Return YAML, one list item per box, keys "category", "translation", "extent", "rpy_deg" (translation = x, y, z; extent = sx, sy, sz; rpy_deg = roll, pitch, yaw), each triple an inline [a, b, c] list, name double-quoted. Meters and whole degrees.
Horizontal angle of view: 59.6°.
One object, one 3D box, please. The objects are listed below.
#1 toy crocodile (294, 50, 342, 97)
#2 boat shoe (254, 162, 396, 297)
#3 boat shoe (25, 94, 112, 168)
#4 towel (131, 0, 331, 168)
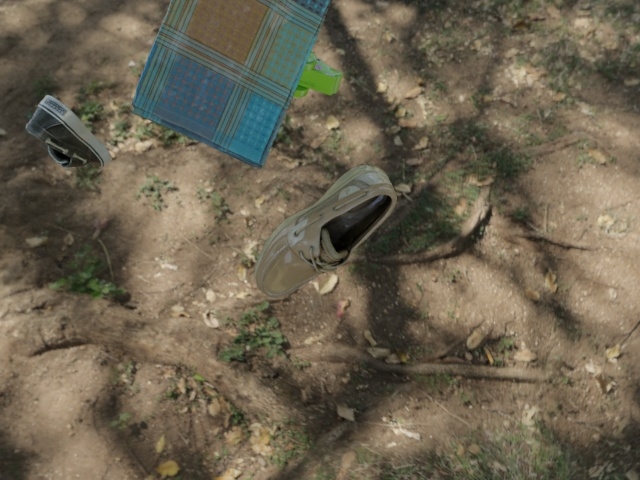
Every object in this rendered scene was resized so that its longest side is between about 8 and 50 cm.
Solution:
- category: "toy crocodile"
  translation: [-0.107, -0.468, 1.475]
  extent: [0.340, 0.115, 0.105]
  rpy_deg: [15, 53, 2]
- category: "boat shoe"
  translation: [0.000, 0.000, 1.051]
  extent: [0.341, 0.121, 0.110]
  rpy_deg: [-46, 30, 18]
- category: "boat shoe"
  translation: [-0.404, -0.155, 0.892]
  extent: [0.077, 0.219, 0.070]
  rpy_deg: [34, 79, 5]
- category: "towel"
  translation: [-0.158, -0.351, 1.031]
  extent: [0.371, 0.271, 0.040]
  rpy_deg: [-66, 21, 8]
